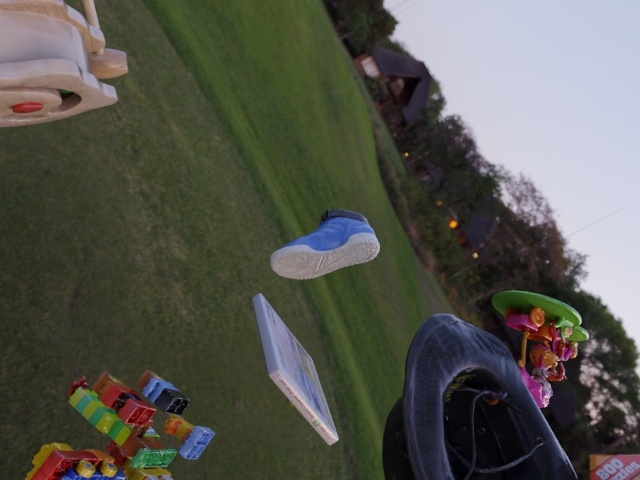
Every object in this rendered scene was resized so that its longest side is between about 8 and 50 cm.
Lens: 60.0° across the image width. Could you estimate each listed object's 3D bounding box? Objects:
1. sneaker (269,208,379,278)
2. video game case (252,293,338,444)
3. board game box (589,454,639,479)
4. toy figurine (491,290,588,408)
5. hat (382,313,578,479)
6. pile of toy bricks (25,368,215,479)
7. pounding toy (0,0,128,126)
[{"bbox_3d":[0.000,0.001,0.783,0.085,0.152,0.058,-106,-177,-50],"label":"sneaker"},{"bbox_3d":[-0.047,0.214,0.944,0.193,0.023,0.212,57,3,-30],"label":"video game case"},{"bbox_3d":[0.486,0.462,0.516,0.356,0.356,0.356,60,36,-21],"label":"board game box"},{"bbox_3d":[0.316,0.184,0.826,0.173,0.159,0.130,32,-22,-25],"label":"toy figurine"},{"bbox_3d":[0.152,0.254,0.604,0.331,0.134,0.331,32,41,-33],"label":"hat"},{"bbox_3d":[-0.184,0.165,0.501,0.105,0.118,0.212,31,-13,21],"label":"pile of toy bricks"},{"bbox_3d":[-0.311,-0.210,0.577,0.269,0.154,0.155,-132,-149,-84],"label":"pounding toy"}]
